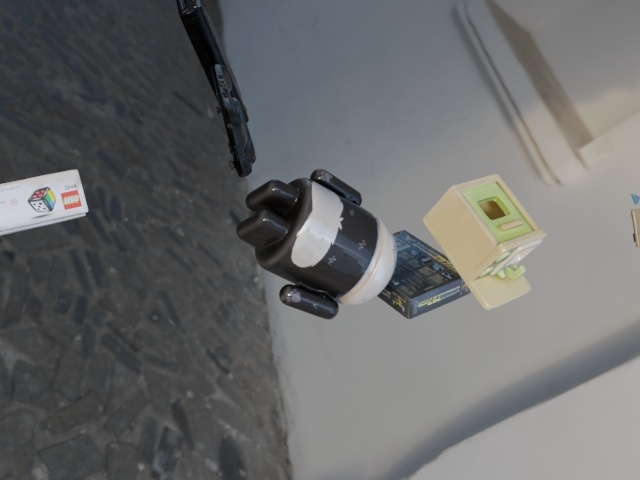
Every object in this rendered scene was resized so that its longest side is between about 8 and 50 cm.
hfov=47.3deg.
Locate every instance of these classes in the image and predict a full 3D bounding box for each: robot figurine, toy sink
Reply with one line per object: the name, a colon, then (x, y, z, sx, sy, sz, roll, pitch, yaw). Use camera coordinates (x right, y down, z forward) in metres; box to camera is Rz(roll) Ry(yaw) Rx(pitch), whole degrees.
robot figurine: (-0.002, 0.002, 1.242, 0.278, 0.209, 0.173, 27, 11, -26)
toy sink: (0.349, -0.002, 1.478, 0.152, 0.131, 0.234, -16, 65, -37)

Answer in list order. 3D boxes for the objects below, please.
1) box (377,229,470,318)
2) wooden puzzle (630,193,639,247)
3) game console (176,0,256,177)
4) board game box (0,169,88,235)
box: (0.190, 0.069, 1.610, 0.183, 0.059, 0.232, -20, 37, -30)
wooden puzzle: (0.570, -0.022, 1.299, 0.078, 0.014, 0.116, 4, 81, -45)
game console: (-0.155, -0.238, 1.118, 0.361, 0.043, 0.213, -111, 179, -50)
board game box: (-0.398, -0.029, 0.836, 0.192, 0.305, 0.053, -16, 99, -29)
